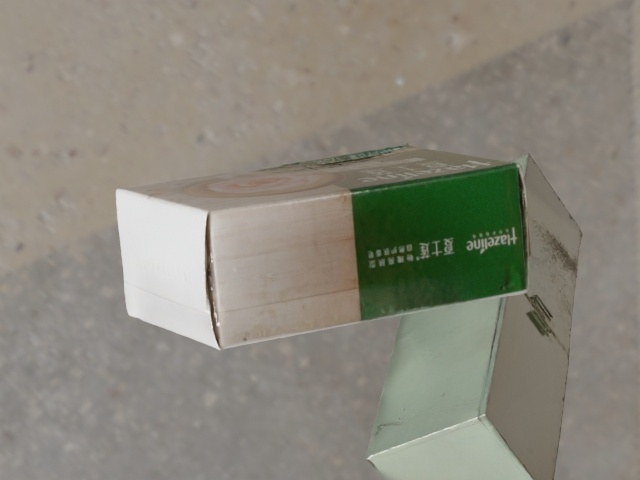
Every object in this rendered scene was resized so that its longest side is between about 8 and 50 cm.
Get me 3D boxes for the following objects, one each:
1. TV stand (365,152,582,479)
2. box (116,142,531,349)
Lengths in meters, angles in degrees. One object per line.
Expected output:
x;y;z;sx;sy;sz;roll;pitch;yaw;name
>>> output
0.108;0.061;1.200;0.088;0.269;0.083;-24;119;29;TV stand
0.000;0.000;1.028;0.199;0.135;0.081;-12;102;-26;box
